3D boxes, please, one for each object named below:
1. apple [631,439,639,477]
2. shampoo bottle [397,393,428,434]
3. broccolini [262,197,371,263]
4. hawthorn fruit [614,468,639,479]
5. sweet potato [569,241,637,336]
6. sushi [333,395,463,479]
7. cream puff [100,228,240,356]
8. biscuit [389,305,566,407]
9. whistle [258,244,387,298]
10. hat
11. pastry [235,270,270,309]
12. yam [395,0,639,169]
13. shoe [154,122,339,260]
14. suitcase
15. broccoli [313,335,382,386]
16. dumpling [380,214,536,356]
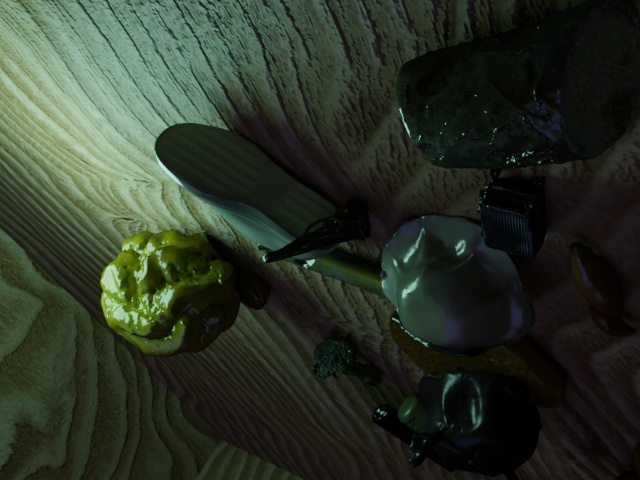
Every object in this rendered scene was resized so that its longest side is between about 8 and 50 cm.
[{"bbox_3d":[0.617,0.396,1.250,0.102,0.099,0.114,35,157,2],"label":"apple"},{"bbox_3d":[0.276,0.459,1.758,0.162,0.079,0.079,37,154,-6],"label":"shampoo bottle"},{"bbox_3d":[-0.004,-0.011,1.152,0.074,0.201,0.058,43,146,50],"label":"broccolini"},{"bbox_3d":[0.651,0.592,1.382,0.207,0.243,0.207,24,150,15],"label":"hawthorn fruit"},{"bbox_3d":[0.400,0.076,1.000,0.055,0.058,0.202,-14,129,30],"label":"sweet potato"},{"bbox_3d":[0.243,0.517,1.877,0.343,0.064,0.359,24,167,43],"label":"sushi"},{"bbox_3d":[-0.343,0.094,1.628,0.324,0.291,0.257,62,142,23],"label":"cream puff"},{"bbox_3d":[0.291,0.219,1.360,0.351,0.057,0.312,32,155,3],"label":"biscuit"},{"bbox_3d":[0.020,0.043,1.367,0.326,0.057,0.068,17,-166,30],"label":"whistle"},{"bbox_3d":[0.279,0.391,1.374,0.238,0.209,0.336,34,155,-8],"label":"hat"},{"bbox_3d":[-0.171,0.123,1.715,0.109,0.057,0.097,14,146,32],"label":"pastry"},{"bbox_3d":[0.203,-0.150,0.744,0.254,0.154,0.154,-3,136,47],"label":"yam"},{"bbox_3d":[-0.132,-0.076,1.268,0.363,0.132,0.160,31,159,-3],"label":"shoe"},{"bbox_3d":[0.266,-0.034,0.963,0.086,0.059,0.126,18,152,30],"label":"suitcase"},{"bbox_3d":[0.075,0.306,1.721,0.204,0.118,0.122,31,147,-33],"label":"broccoli"},{"bbox_3d":[0.196,0.083,1.123,0.293,0.163,0.204,18,151,41],"label":"dumpling"}]
